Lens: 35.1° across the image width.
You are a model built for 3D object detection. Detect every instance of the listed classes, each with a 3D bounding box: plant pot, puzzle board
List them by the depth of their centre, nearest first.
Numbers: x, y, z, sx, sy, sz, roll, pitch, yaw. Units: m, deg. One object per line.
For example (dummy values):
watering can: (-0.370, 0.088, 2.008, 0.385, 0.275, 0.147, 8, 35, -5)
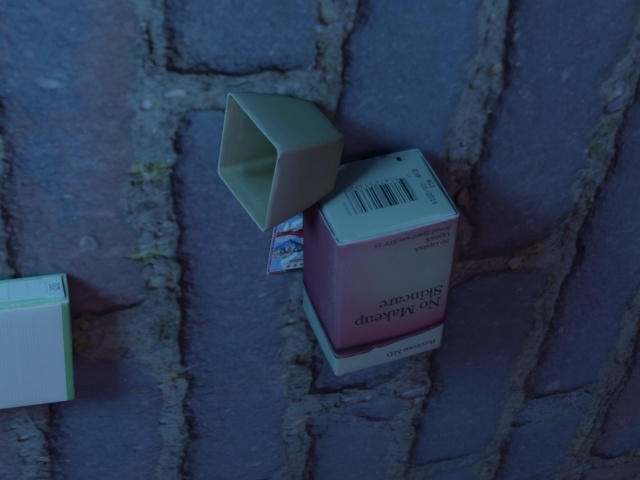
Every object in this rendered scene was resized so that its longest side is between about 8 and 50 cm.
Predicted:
plant pot: (-0.038, -0.091, 1.070, 0.096, 0.109, 0.109, -15, 138, -30)
puzzle board: (0.000, 0.000, 1.241, 0.128, 0.011, 0.096, -7, 134, -20)

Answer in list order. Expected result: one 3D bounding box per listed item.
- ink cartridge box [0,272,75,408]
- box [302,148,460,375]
ink cartridge box: (-0.400, 0.127, 1.140, 0.235, 0.056, 0.171, -6, 133, -17)
box: (0.065, 0.028, 1.197, 0.148, 0.127, 0.232, -14, 137, -13)
